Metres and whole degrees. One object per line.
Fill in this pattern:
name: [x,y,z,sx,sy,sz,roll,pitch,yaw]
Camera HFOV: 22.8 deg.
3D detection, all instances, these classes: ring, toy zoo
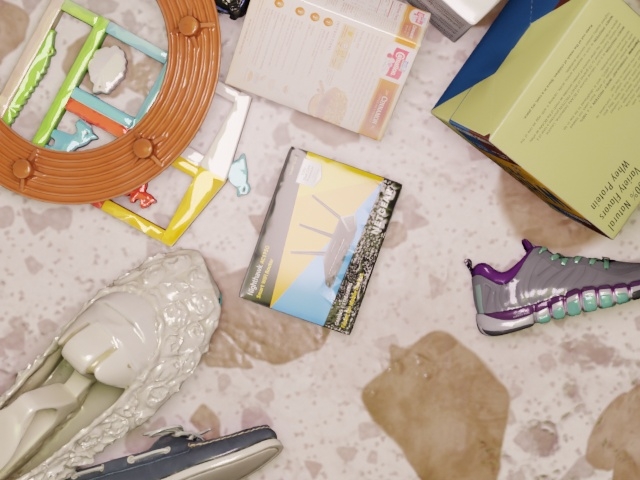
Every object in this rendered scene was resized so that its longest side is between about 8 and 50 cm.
ring: [-0.272,-0.206,1.718,0.337,0.032,0.336,0,90,12]
toy zoo: [-0.209,-0.123,1.773,0.293,0.030,0.192,29,91,-1]

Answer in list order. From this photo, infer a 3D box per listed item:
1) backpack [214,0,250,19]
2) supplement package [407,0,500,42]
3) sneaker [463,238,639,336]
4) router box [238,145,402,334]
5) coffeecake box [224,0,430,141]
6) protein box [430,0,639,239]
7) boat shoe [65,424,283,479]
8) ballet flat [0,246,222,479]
backpack: [-0.117,-0.306,1.742,0.114,0.084,0.105,24,92,5]
supplement package: [0.161,-0.334,1.686,0.149,0.203,0.194,42,91,-2]
sneaker: [0.274,0.035,1.760,0.224,0.083,0.098,-15,87,1]
router box: [0.000,0.000,1.771,0.133,0.046,0.178,19,91,-1]
coffeecake box: [0.007,-0.207,1.718,0.186,0.068,0.142,21,133,-1]
protein box: [0.269,-0.148,1.689,0.201,0.136,0.199,35,91,-29]
boat shoe: [-0.166,0.248,1.753,0.255,0.095,0.079,-24,63,12]
ballet flat: [-0.268,0.168,1.718,0.147,0.147,0.409,43,91,-1]
